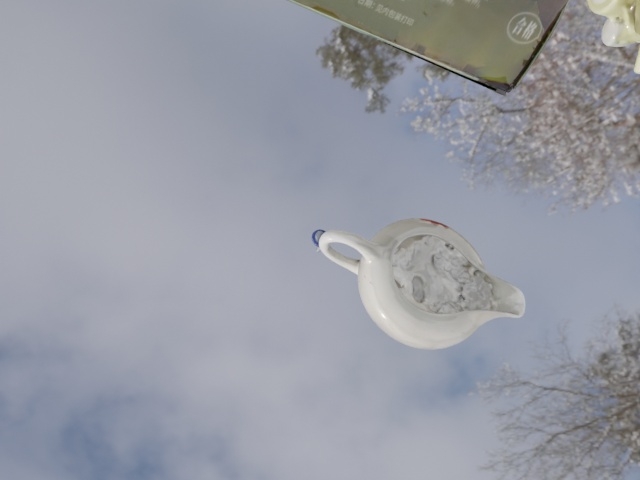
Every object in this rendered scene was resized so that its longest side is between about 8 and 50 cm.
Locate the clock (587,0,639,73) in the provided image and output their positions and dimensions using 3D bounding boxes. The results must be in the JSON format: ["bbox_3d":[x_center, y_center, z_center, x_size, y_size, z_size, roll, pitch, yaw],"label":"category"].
[{"bbox_3d":[0.314,-0.126,0.381,0.379,0.276,0.120,-1,-69,-29],"label":"clock"}]

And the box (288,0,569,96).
[{"bbox_3d":[0.013,-0.352,0.797,0.420,0.138,0.373,12,-150,-34],"label":"box"}]

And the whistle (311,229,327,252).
[{"bbox_3d":[0.000,0.000,1.160,0.029,0.083,0.033,34,-97,14],"label":"whistle"}]

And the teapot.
[{"bbox_3d":[0.101,0.044,0.766,0.226,0.092,0.145,20,-120,-9],"label":"teapot"}]
